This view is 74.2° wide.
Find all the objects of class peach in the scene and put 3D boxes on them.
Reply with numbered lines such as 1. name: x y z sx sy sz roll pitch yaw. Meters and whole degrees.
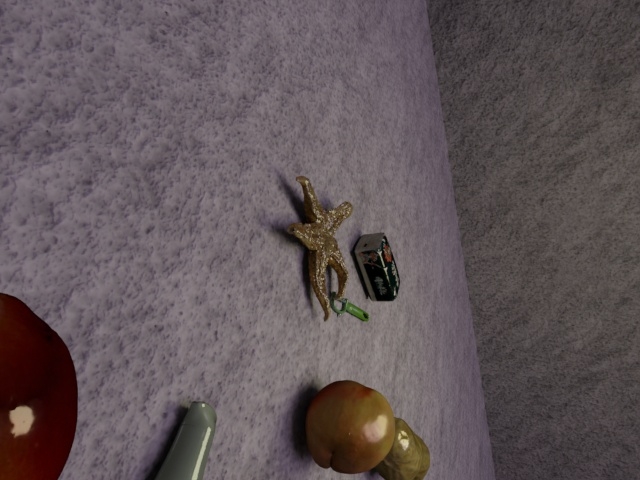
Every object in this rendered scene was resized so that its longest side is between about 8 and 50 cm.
1. peach: -0.273 0.136 0.303 0.197 0.197 0.197 19 68 -58
2. peach: 0.055 0.370 0.842 0.184 0.184 0.184 19 68 -58

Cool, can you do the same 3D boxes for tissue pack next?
1. tissue pack: 0.160 0.075 1.173 0.103 0.090 0.170 -57 133 -53

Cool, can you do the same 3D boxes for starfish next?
1. starfish: -0.004 0.000 0.926 0.302 0.060 0.299 52 46 -48

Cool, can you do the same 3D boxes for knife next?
1. knife: 0.080 0.184 1.084 0.212 0.015 0.054 37 54 -53

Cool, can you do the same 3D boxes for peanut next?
1. peanut: 0.212 0.575 1.132 0.319 0.148 0.147 59 37 -46

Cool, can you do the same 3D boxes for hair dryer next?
1. hair dryer: -0.160 0.373 0.588 0.206 0.075 0.237 -74 152 -46
